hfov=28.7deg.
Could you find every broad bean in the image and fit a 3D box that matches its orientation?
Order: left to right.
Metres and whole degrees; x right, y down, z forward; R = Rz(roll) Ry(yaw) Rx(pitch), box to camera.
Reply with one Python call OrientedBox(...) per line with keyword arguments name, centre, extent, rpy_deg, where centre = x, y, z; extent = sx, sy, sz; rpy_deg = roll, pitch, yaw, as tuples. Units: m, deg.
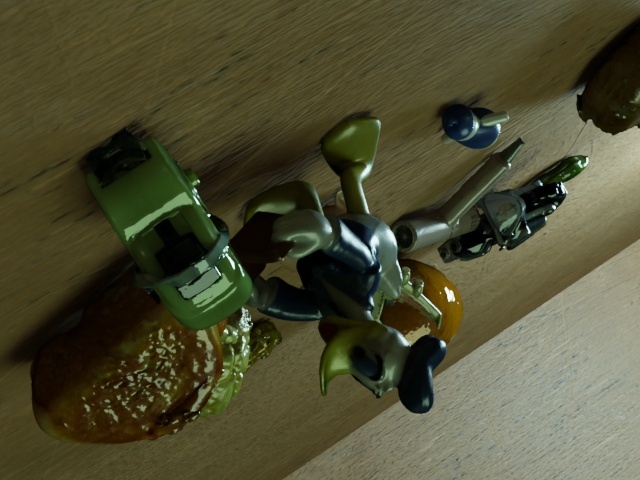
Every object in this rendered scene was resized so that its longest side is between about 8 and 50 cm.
OrientedBox(name="broad bean", centre=(0.400, -0.091, 2.306), extent=(0.227, 0.039, 0.069), rpy_deg=(-37, 159, 6))

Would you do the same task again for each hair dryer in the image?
OrientedBox(name="hair dryer", centre=(0.231, -0.073, 1.966), extent=(0.195, 0.053, 0.220), rpy_deg=(-17, 155, -49))

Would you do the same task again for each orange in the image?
OrientedBox(name="orange", centre=(0.121, 0.129, 2.106), extent=(0.240, 0.171, 0.240), rpy_deg=(-28, 161, -10))

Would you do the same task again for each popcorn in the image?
OrientedBox(name="popcorn", centre=(-0.153, 0.138, 1.592), extent=(0.142, 0.173, 0.173), rpy_deg=(-11, 161, -6))

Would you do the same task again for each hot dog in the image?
OrientedBox(name="hot dog", centre=(-0.201, 0.135, 1.427), extent=(0.257, 0.150, 0.153), rpy_deg=(-41, 131, 16))

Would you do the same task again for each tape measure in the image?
OrientedBox(name="tape measure", centre=(-0.140, 0.002, 1.186), extent=(0.106, 0.175, 0.200), rpy_deg=(-32, 169, -5))

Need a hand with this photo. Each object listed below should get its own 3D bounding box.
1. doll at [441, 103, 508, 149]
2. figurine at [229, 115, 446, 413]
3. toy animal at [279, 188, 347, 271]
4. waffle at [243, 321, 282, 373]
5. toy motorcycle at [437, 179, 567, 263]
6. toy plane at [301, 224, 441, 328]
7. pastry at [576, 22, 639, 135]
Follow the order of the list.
OrientedBox(name="doll", centre=(0.198, -0.151, 1.656), extent=(0.099, 0.057, 0.143), rpy_deg=(-20, 171, 27))
OrientedBox(name="figurine", centre=(0.027, 0.038, 1.347), extent=(0.204, 0.338, 0.283), rpy_deg=(-46, 152, 23))
OrientedBox(name="toy animal", centre=(-0.004, -0.006, 1.632), extent=(0.150, 0.089, 0.083), rpy_deg=(-27, -175, -40))
OrientedBox(name="waffle", centre=(-0.147, 0.198, 1.961), extent=(0.194, 0.051, 0.149), rpy_deg=(-41, 162, 17))
OrientedBox(name="toy motorcycle", centre=(0.300, -0.027, 2.161), extent=(0.159, 0.106, 0.270), rpy_deg=(-16, 166, -43))
OrientedBox(name="toy plane", centre=(0.079, 0.071, 1.920), extent=(0.092, 0.229, 0.244), rpy_deg=(-84, -178, -57))
OrientedBox(name="pastry", centre=(0.494, -0.253, 1.907), extent=(0.229, 0.100, 0.218), rpy_deg=(-46, 166, 16))
